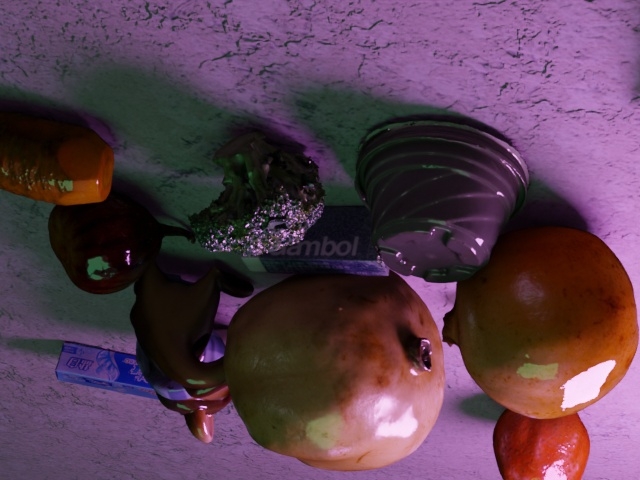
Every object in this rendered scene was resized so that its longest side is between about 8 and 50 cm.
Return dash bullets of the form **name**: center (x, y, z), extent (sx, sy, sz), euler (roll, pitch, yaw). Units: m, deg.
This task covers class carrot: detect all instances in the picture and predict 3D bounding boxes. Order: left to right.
- **carrot**: center (-0.431, -0.120, 1.497), extent (0.302, 0.114, 0.114), euler (13, 150, 3)

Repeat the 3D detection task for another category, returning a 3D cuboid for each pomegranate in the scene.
- **pomegranate**: center (0.026, 0.179, 1.630), extent (0.332, 0.332, 0.332), euler (8, 149, 5)
- **pomegranate**: center (0.292, 0.111, 1.489), extent (0.264, 0.264, 0.264), euler (8, 149, 5)

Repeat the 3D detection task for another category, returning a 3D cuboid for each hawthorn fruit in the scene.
- **hawthorn fruit**: center (0.393, 0.369, 1.972), extent (0.189, 0.189, 0.189), euler (8, 149, 5)

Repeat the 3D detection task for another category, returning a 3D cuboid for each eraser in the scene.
- **eraser**: center (0.000, 0.000, 1.572), extent (0.212, 0.092, 0.046), euler (1, 149, 20)

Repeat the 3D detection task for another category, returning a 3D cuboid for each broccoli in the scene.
- **broccoli**: center (-0.083, -0.052, 1.452), extent (0.195, 0.195, 0.156), euler (-7, 125, 28)

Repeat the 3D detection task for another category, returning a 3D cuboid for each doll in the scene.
- **doll**: center (-0.199, 0.173, 1.855), extent (0.318, 0.209, 0.340), euler (37, 155, 23)

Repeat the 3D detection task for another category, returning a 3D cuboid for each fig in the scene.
- **fig**: center (-0.297, 0.000, 1.621), extent (0.202, 0.149, 0.148), euler (-7, 129, 3)

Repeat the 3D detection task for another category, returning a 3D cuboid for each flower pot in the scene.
- **flower pot**: center (0.146, -0.036, 1.416), extent (0.235, 0.140, 0.235), euler (10, 149, 6)

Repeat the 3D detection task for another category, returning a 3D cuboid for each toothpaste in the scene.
- **toothpaste**: center (-0.370, 0.258, 2.148), extent (0.272, 0.066, 0.053), euler (11, 149, -1)
